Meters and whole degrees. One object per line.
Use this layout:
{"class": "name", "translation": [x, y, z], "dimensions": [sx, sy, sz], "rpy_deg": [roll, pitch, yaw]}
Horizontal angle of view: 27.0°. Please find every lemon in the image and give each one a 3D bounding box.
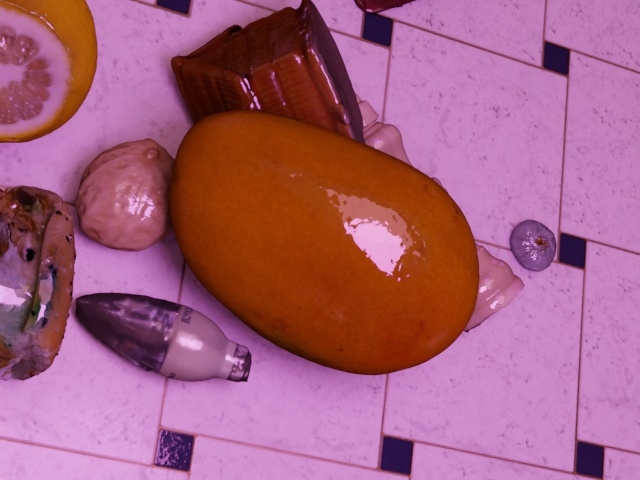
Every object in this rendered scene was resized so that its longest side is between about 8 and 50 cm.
{"class": "lemon", "translation": [-0.405, -0.258, 1.722], "dimensions": [0.240, 0.240, 0.219], "rpy_deg": [21, 28, -18]}

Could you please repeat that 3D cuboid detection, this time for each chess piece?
{"class": "chess piece", "translation": [0.138, -0.053, 1.975], "dimensions": [0.117, 0.117, 0.397], "rpy_deg": [-39, 91, -29]}

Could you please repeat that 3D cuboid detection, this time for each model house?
{"class": "model house", "translation": [-0.075, -0.203, 1.892], "dimensions": [0.229, 0.219, 0.199], "rpy_deg": [-18, 114, 12]}

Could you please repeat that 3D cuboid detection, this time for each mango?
{"class": "mango", "translation": [0.000, 0.000, 1.752], "dimensions": [0.445, 0.232, 0.300], "rpy_deg": [33, 109, -10]}

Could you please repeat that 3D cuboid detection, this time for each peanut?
{"class": "peanut", "translation": [-0.253, -0.063, 1.793], "dimensions": [0.140, 0.109, 0.159], "rpy_deg": [23, 69, -24]}

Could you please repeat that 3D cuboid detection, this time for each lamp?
{"class": "lamp", "translation": [-0.208, 0.129, 1.768], "dimensions": [0.250, 0.101, 0.101], "rpy_deg": [19, 67, -6]}

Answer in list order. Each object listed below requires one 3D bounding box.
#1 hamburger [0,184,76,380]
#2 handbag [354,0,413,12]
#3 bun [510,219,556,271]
{"class": "hamburger", "translation": [-0.399, 0.038, 1.662], "dimensions": [0.167, 0.192, 0.288], "rpy_deg": [15, 69, -31]}
{"class": "handbag", "translation": [0.125, -0.519, 2.120], "dimensions": [0.260, 0.084, 0.275], "rpy_deg": [-25, 86, -28]}
{"class": "bun", "translation": [0.336, 0.007, 2.082], "dimensions": [0.083, 0.045, 0.083], "rpy_deg": [5, 76, -20]}
